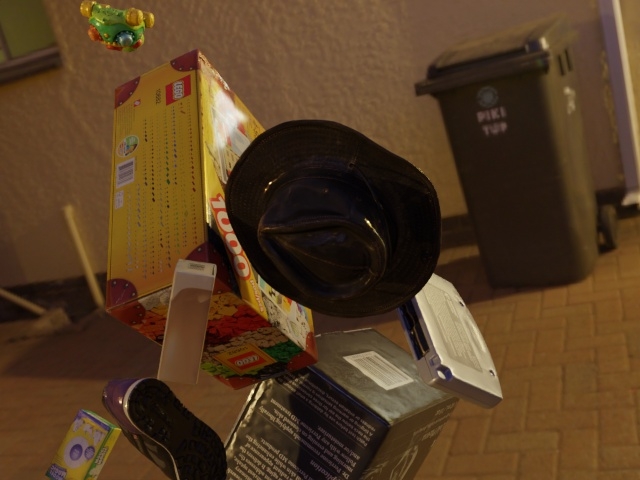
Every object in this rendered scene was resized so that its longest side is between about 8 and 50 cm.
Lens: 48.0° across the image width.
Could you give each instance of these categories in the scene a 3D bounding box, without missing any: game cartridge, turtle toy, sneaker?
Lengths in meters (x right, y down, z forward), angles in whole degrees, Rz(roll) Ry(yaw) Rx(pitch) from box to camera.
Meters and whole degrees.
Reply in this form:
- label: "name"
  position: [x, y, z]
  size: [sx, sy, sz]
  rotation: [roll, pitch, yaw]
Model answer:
- label: "game cartridge"
  position: [0.232, 0.173, 1.345]
  size: [0.060, 0.196, 0.294]
  rotation: [-48, 35, 28]
- label: "turtle toy"
  position: [-0.310, -0.327, 1.113]
  size: [0.095, 0.066, 0.130]
  rotation: [11, 13, 5]
- label: "sneaker"
  position: [-0.270, 0.339, 1.252]
  size: [0.124, 0.283, 0.107]
  rotation: [-3, 35, 42]

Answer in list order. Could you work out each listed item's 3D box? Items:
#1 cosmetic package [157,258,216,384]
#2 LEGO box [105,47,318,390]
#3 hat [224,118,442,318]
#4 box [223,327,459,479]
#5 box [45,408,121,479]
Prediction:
- label: "cosmetic package"
  position: [-0.135, 0.082, 0.734]
  size: [0.041, 0.115, 0.060]
  rotation: [9, 11, -9]
- label: "LEGO box"
  position: [-0.195, -0.033, 1.325]
  size: [0.193, 0.372, 0.499]
  rotation: [-21, 54, 16]
- label: "hat"
  position: [0.000, 0.000, 1.009]
  size: [0.332, 0.331, 0.134]
  rotation: [-10, 23, 22]
- label: "box"
  position: [0.022, 0.474, 1.577]
  size: [0.297, 0.471, 0.480]
  rotation: [34, 13, 25]
- label: "box"
  position: [-0.512, 0.463, 1.534]
  size: [0.105, 0.179, 0.043]
  rotation: [18, -12, 30]
